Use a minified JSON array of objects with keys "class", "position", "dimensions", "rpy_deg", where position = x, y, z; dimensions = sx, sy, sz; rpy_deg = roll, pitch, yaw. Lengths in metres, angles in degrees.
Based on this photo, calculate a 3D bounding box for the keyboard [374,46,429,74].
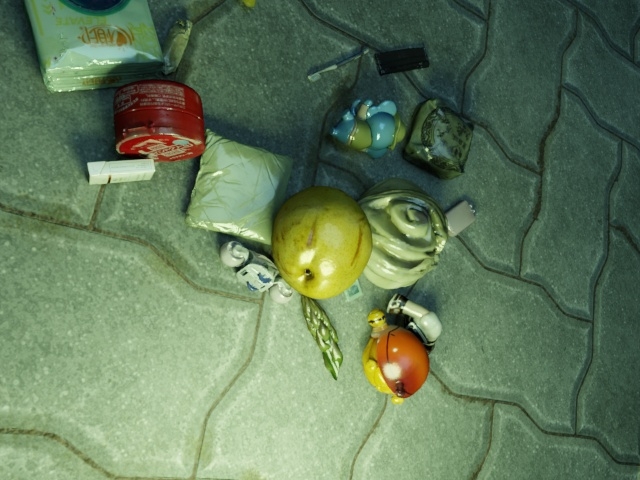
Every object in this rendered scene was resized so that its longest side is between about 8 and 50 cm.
[{"class":"keyboard","position":[0.310,-0.679,1.712],"dimensions":[0.251,0.017,0.087],"rpy_deg":[-21,94,-28]}]

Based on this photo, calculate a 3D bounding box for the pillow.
[{"class":"pillow","position":[-0.231,-0.149,1.324],"dimensions":[0.274,0.076,0.280],"rpy_deg":[14,82,-23]}]

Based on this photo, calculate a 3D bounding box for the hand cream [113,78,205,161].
[{"class":"hand cream","position":[-0.411,-0.301,1.167],"dimensions":[0.230,0.230,0.149],"rpy_deg":[-5,85,-28]}]

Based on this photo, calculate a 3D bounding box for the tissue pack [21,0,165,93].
[{"class":"tissue pack","position":[-0.591,-0.594,1.150],"dimensions":[0.287,0.162,0.388],"rpy_deg":[-16,90,-25]}]

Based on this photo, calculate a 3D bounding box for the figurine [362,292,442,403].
[{"class":"figurine","position":[0.257,0.353,1.435],"dimensions":[0.320,0.196,0.323],"rpy_deg":[52,54,-19]}]

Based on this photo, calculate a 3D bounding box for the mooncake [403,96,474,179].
[{"class":"mooncake","position":[0.447,-0.374,1.674],"dimensions":[0.254,0.136,0.250],"rpy_deg":[23,76,-22]}]

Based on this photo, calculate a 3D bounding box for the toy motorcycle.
[{"class":"toy motorcycle","position":[-0.178,0.085,1.314],"dimensions":[0.254,0.112,0.112],"rpy_deg":[41,67,-18]}]

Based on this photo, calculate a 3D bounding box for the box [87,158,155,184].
[{"class":"box","position":[-0.514,-0.177,1.172],"dimensions":[0.154,0.084,0.040],"rpy_deg":[-9,88,-29]}]

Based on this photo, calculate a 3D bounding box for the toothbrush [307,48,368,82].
[{"class":"toothbrush","position":[0.068,-0.608,1.572],"dimensions":[0.288,0.024,0.026],"rpy_deg":[-36,100,-27]}]

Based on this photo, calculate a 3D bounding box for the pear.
[{"class":"pear","position":[0.000,0.000,1.287],"dimensions":[0.314,0.314,0.314],"rpy_deg":[4,81,-27]}]

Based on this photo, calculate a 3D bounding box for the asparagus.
[{"class":"asparagus","position":[0.012,0.287,1.387],"dimensions":[0.080,0.080,0.287],"rpy_deg":[-30,96,-28]}]

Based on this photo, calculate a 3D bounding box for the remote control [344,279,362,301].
[{"class":"remote control","position":[0.083,0.113,1.474],"dimensions":[0.061,0.029,0.162],"rpy_deg":[-23,98,-26]}]

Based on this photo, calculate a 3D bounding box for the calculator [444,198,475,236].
[{"class":"calculator","position":[0.525,-0.085,1.729],"dimensions":[0.175,0.032,0.100],"rpy_deg":[-32,97,-27]}]

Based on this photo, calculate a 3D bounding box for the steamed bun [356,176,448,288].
[{"class":"steamed bun","position":[0.267,-0.025,1.467],"dimensions":[0.352,0.247,0.339],"rpy_deg":[-42,104,-30]}]

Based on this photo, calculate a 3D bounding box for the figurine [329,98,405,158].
[{"class":"figurine","position":[0.164,-0.381,1.520],"dimensions":[0.262,0.154,0.180],"rpy_deg":[10,89,-30]}]

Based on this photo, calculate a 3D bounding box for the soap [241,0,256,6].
[{"class":"soap","position":[-0.231,-0.812,1.439],"dimensions":[0.089,0.033,0.168],"rpy_deg":[21,74,-21]}]

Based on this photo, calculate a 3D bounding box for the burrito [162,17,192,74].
[{"class":"burrito","position":[-0.417,-0.555,1.299],"dimensions":[0.058,0.045,0.188],"rpy_deg":[20,76,-16]}]
